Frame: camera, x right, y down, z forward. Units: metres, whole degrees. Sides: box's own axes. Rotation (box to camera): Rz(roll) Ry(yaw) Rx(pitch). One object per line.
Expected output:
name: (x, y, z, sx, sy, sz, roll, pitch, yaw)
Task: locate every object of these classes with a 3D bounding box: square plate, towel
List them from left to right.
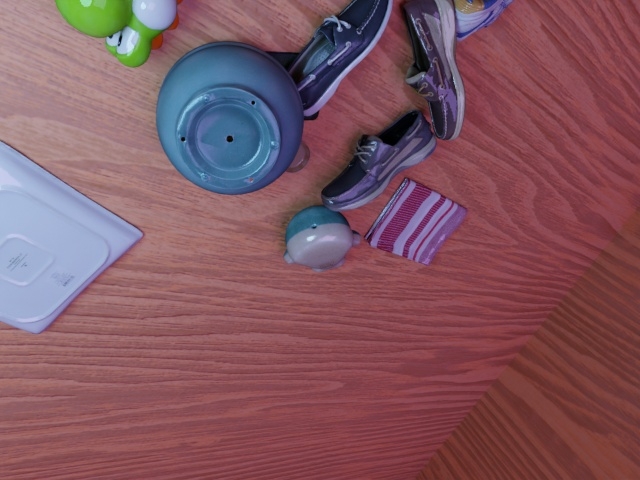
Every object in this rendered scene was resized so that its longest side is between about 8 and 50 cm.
square plate: (-0.602, 0.028, 0.941, 0.347, 0.049, 0.344, -43, 135, 3)
towel: (0.312, -0.048, 1.495, 0.329, 0.037, 0.237, 18, 112, -41)

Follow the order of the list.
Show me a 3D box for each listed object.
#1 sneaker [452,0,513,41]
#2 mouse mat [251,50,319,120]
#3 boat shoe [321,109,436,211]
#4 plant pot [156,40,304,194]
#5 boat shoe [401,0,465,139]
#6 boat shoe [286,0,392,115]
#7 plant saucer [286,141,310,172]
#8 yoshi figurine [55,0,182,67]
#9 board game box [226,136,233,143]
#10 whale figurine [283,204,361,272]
sneaker: (0.404, -0.581, 1.104, 0.296, 0.112, 0.131, -35, 166, -16)
mouse mat: (-0.077, -0.335, 1.032, 0.190, 0.007, 0.152, -10, 129, -28)
boat shoe: (0.135, -0.213, 1.200, 0.355, 0.132, 0.130, -38, 127, -14)
plant pot: (-0.165, -0.206, 0.870, 0.293, 0.196, 0.293, -4, 116, -8)
boat shoe: (0.256, -0.393, 1.113, 0.123, 0.123, 0.341, -19, 121, -7)
boat shoe: (0.028, -0.401, 0.968, 0.091, 0.114, 0.302, 27, 102, -47)
plant saucer: (-0.065, -0.204, 1.136, 0.083, 0.015, 0.083, -18, 133, -21)
yoshi figurine: (-0.281, -0.442, 0.696, 0.203, 0.203, 0.362, 17, 116, -24)
board game box: (-0.182, -0.191, 1.048, 0.181, 0.043, 0.092, -7, 127, -29)
whale figurine: (0.000, 0.000, 1.277, 0.216, 0.141, 0.272, -17, 157, 4)
